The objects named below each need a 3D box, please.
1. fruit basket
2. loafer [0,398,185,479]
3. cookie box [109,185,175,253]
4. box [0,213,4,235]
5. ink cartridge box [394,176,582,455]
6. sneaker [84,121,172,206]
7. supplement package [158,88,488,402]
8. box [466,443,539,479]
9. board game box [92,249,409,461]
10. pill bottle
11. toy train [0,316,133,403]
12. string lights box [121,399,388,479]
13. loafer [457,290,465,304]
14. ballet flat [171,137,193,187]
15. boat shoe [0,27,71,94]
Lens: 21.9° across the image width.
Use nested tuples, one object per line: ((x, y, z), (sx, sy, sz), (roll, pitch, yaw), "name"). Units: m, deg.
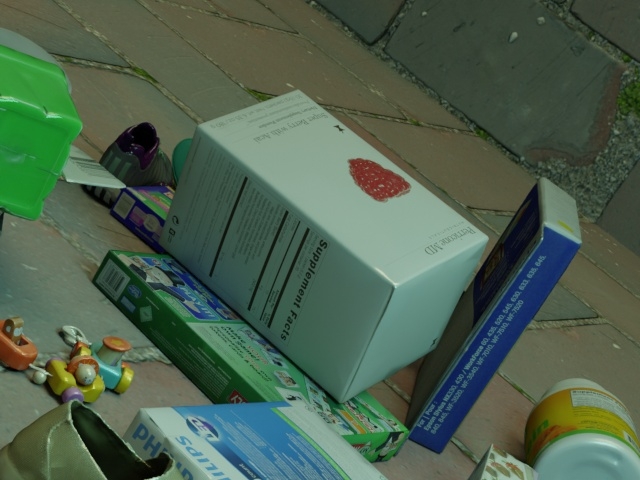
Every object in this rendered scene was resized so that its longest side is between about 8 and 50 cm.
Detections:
((-0.401, -0.141, 1.602), (0.327, 0.165, 0.353), (18, 6, -42), "fruit basket")
((-0.131, 0.222, 1.298), (0.268, 0.092, 0.102), (33, 16, 1), "loafer")
((-0.189, -0.026, 2.011), (0.092, 0.040, 0.107), (38, 16, 19), "cookie box")
((-0.447, -0.086, 1.659), (0.270, 0.060, 0.216), (28, 16, -17), "box")
((0.201, 0.095, 1.929), (0.072, 0.304, 0.307), (31, 17, -3), "ink cartridge box")
((-0.218, -0.105, 2.084), (0.083, 0.098, 0.224), (34, 16, 2), "sneaker")
((0.000, 0.000, 1.802), (0.293, 0.175, 0.177), (39, 38, 22), "supplement package")
((0.165, 0.283, 1.629), (0.063, 0.067, 0.324), (32, 12, 4), "box")
((-0.074, 0.124, 1.781), (0.317, 0.046, 0.213), (41, 17, 28), "board game box")
((0.313, 0.253, 1.976), (0.136, 0.136, 0.246), (32, 16, -4), "pill bottle")
((-0.239, 0.099, 1.539), (0.125, 0.046, 0.166), (39, 17, 20), "toy train")
((-0.060, 0.214, 1.488), (0.133, 0.077, 0.259), (41, 18, 27), "string lights box")
((0.155, 0.091, 2.192), (0.078, 0.080, 0.220), (9, 7, 2), "loafer")
((-0.123, -0.043, 2.160), (0.231, 0.077, 0.077), (50, 2, 39), "ballet flat")
((-0.417, -0.170, 1.885), (0.113, 0.105, 0.306), (56, 30, 12), "boat shoe")
